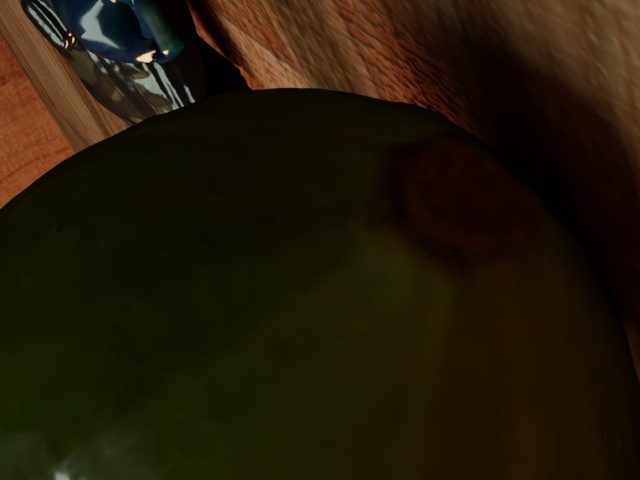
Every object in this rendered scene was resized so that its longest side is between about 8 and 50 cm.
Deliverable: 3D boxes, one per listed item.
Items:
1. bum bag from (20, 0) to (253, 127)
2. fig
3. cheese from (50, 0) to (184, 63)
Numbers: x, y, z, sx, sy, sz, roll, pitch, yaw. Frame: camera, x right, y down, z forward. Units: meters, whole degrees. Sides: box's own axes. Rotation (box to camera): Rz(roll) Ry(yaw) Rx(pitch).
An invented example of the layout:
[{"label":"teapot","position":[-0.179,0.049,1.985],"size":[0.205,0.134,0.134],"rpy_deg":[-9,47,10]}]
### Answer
[{"label":"bum bag","position":[-0.151,-0.180,1.126],"size":[0.340,0.095,0.144],"rpy_deg":[58,157,-20]},{"label":"fig","position":[-0.008,0.073,0.698],"size":[0.316,0.316,0.316],"rpy_deg":[54,172,11]},{"label":"cheese","position":[-0.143,-0.210,0.819],"size":[0.217,0.129,0.329],"rpy_deg":[51,171,42]}]
